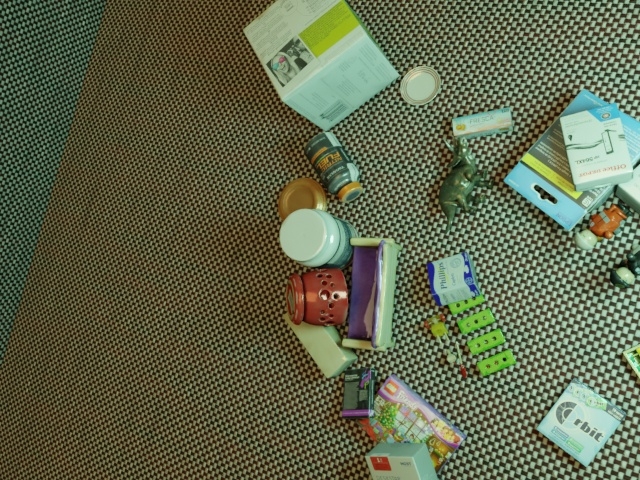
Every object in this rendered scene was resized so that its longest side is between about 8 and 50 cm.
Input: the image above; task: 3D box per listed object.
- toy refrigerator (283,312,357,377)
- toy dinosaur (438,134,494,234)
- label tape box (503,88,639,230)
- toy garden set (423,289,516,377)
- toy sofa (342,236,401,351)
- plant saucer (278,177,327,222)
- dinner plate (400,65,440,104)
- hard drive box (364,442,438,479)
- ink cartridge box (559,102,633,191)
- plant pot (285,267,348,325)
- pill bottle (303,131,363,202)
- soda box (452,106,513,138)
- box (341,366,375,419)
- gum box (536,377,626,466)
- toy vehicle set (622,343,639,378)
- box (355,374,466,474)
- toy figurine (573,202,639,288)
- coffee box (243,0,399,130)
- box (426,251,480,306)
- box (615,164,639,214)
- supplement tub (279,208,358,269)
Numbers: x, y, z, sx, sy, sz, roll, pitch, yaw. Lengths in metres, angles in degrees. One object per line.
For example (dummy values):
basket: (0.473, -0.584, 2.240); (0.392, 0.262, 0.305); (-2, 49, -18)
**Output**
toy refrigerator: (0.000, 0.332, 1.909); (0.102, 0.094, 0.269); (-47, 65, 16)
toy dinosaur: (0.449, -0.169, 1.779); (0.160, 0.121, 0.313); (21, 96, 38)
label tape box: (0.758, -0.228, 1.629); (0.249, 0.115, 0.347); (44, 104, 24)
toy garden set: (0.458, 0.303, 1.724); (0.204, 0.049, 0.244); (-28, 72, 17)
toy sofa: (0.161, 0.172, 1.810); (0.150, 0.177, 0.362); (2, 84, 25)
plant saucer: (-0.073, -0.137, 2.042); (0.200, 0.037, 0.199); (-4, 81, 24)
dinner plate: (0.347, -0.534, 1.917); (0.141, 0.017, 0.141); (-4, 81, 24)
hard drive box: (0.260, 0.738, 1.669); (0.181, 0.089, 0.232); (-20, 89, 40)
ink cartridge box: (0.756, -0.252, 1.519); (0.148, 0.086, 0.203); (-13, 74, 24)
plant pot: (-0.016, 0.186, 1.808); (0.174, 0.191, 0.191); (0, 80, -16)
pill bottle: (0.053, -0.252, 1.949); (0.130, 0.130, 0.245); (-37, 69, 16)
soda box: (0.523, -0.374, 1.788); (0.183, 0.058, 0.062); (-7, 79, 23)
box: (0.126, 0.503, 1.818); (0.116, 0.029, 0.162); (-17, 59, 40)
gum box: (0.734, 0.511, 1.565); (0.157, 0.041, 0.184); (36, 99, 25)
toy vehicle set: (0.965, 0.381, 1.480); (0.166, 0.035, 0.266); (-34, 70, 17)
box: (0.281, 0.598, 1.754); (0.293, 0.057, 0.200); (38, 99, 25)
toy figurine: (0.818, 0.012, 1.512); (0.213, 0.210, 0.148); (49, 120, 16)
coffee box: (0.007, -0.647, 1.914); (0.338, 0.338, 0.334); (-35, 69, 17)
box: (0.414, 0.121, 1.731); (0.137, 0.072, 0.126); (-20, 46, 22)
box: (0.951, -0.145, 1.520); (0.181, 0.119, 0.182); (-46, 67, 12)
supplement tub: (0.000, 0.000, 1.856); (0.191, 0.272, 0.191); (-4, 80, 25)
